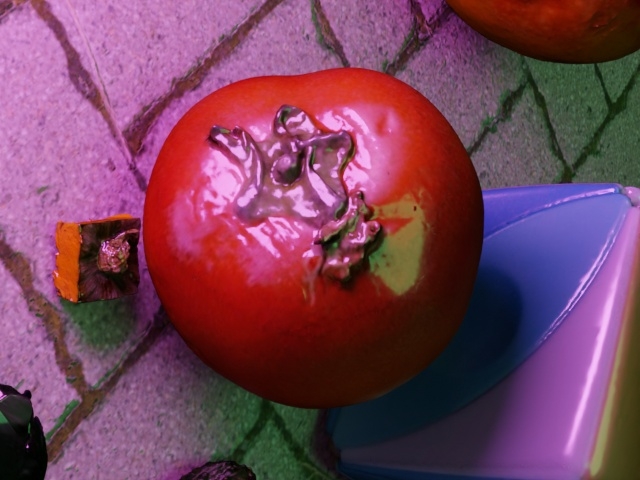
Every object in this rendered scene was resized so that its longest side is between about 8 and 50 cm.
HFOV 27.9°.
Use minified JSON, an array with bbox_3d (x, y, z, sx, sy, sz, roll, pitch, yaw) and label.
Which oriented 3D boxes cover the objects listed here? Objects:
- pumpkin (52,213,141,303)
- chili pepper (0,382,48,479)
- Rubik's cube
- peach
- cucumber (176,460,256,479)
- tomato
[{"bbox_3d":[-0.194,0.016,1.148,0.083,0.054,0.074,-10,101,-54],"label":"pumpkin"},{"bbox_3d":[-0.305,0.168,0.963,0.264,0.116,0.148,26,73,-46],"label":"chili pepper"},{"bbox_3d":[0.255,0.160,1.442,0.352,0.351,0.347,37,61,-40],"label":"Rubik's cube"},{"bbox_3d":[0.267,-0.366,1.515,0.372,0.290,0.373,15,72,-55],"label":"peach"},{"bbox_3d":[-0.173,0.291,1.141,0.359,0.096,0.096,-23,106,-50],"label":"cucumber"},{"bbox_3d":[0.000,0.000,1.206,0.321,0.321,0.322,2,87,-49],"label":"tomato"}]
